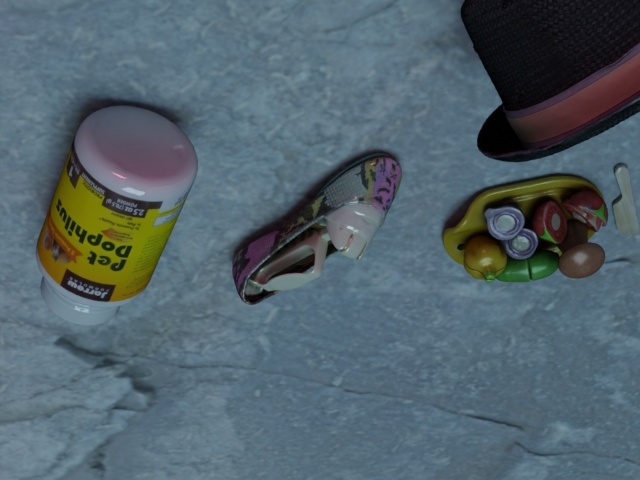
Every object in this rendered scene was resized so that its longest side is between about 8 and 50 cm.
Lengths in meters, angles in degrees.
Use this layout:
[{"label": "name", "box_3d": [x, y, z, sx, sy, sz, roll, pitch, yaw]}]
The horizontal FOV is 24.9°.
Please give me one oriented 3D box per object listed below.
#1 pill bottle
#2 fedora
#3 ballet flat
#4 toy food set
[{"label": "pill bottle", "box_3d": [-0.202, -0.017, 1.389, 0.117, 0.117, 0.215, 9, 134, -21]}, {"label": "fedora", "box_3d": [0.237, -0.214, 1.215, 0.334, 0.334, 0.152, -35, 103, 23]}, {"label": "ballet flat", "box_3d": [0.000, 0.000, 1.485, 0.221, 0.079, 0.077, -34, 133, 22]}, {"label": "toy food set", "box_3d": [0.243, -0.001, 1.546, 0.218, 0.071, 0.128, -13, 138, 0]}]
